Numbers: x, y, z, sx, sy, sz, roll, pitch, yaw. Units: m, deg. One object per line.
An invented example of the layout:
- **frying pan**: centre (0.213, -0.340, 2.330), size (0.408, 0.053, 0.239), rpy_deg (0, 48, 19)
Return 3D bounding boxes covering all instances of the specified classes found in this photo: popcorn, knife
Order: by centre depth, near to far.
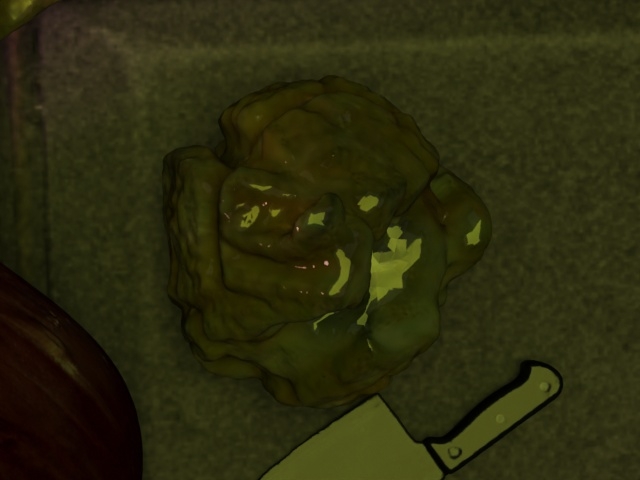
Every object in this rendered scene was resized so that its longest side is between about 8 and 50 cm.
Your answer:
- **popcorn**: centre (0.001, 0.000, 1.090), size (0.185, 0.167, 0.187), rpy_deg (-47, 131, -29)
- **knife**: centre (0.034, 0.135, 1.157), size (0.245, 0.019, 0.072), rpy_deg (-35, 92, -5)

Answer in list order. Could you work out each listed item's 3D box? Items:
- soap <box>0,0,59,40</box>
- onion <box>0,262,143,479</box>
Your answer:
- **soap**: centre (-0.255, -0.314, 1.085), size (0.306, 0.115, 0.427), rpy_deg (-33, 92, -3)
- **onion**: centre (-0.244, 0.169, 0.981), size (0.341, 0.341, 0.341), rpy_deg (0, 88, -7)
